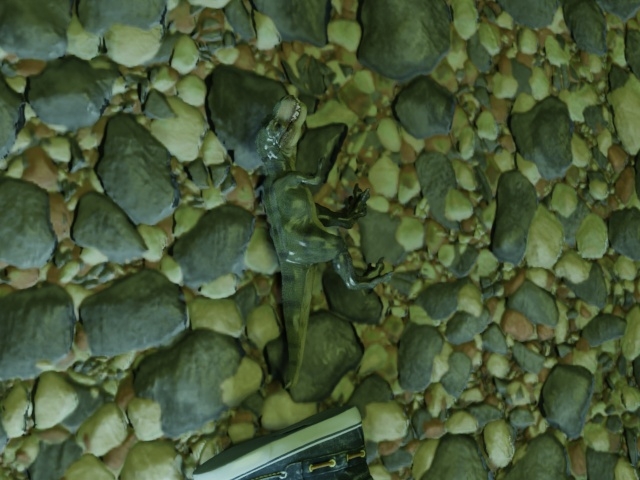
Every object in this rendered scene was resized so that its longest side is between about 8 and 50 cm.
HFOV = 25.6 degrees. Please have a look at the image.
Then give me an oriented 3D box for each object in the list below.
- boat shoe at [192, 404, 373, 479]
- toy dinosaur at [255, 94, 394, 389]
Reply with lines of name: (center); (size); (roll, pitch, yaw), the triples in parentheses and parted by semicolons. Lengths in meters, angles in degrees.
boat shoe: (-0.026, 0.212, 1.260); (0.183, 0.065, 0.083); (-16, 90, -38)
toy dinosaur: (0.000, 0.000, 1.324); (0.118, 0.064, 0.268); (-4, 86, -30)
